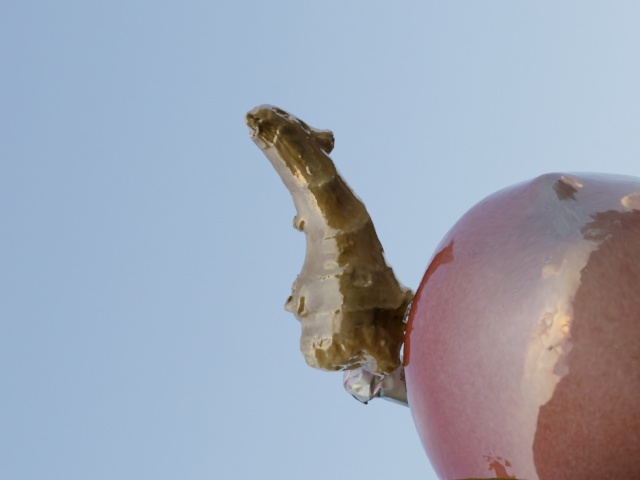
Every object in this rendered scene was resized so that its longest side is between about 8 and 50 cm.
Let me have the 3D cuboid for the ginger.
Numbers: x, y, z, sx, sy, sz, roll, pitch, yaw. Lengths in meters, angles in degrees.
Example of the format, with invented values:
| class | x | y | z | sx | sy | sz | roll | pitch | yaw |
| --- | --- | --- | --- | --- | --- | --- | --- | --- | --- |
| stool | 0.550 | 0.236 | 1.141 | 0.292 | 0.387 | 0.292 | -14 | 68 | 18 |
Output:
| class | x | y | z | sx | sy | sz | roll | pitch | yaw |
| --- | --- | --- | --- | --- | --- | --- | --- | --- | --- |
| ginger | 0.000 | 0.000 | 1.091 | 0.131 | 0.294 | 0.086 | -24 | -10 | -11 |

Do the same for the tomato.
| class | x | y | z | sx | sy | sz | roll | pitch | yaw |
| --- | --- | --- | --- | --- | --- | --- | --- | --- | --- |
| tomato | 0.223 | 0.092 | 0.914 | 0.321 | 0.321 | 0.321 | -22 | -60 | -44 |

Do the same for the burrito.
| class | x | y | z | sx | sy | sz | roll | pitch | yaw |
| --- | --- | --- | --- | --- | --- | --- | --- | --- | --- |
| burrito | 0.123 | 0.158 | 1.145 | 0.064 | 0.203 | 0.064 | -166 | 90 | -87 |

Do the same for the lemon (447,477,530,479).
| class | x | y | z | sx | sy | sz | roll | pitch | yaw |
| --- | --- | --- | --- | --- | --- | --- | --- | --- | --- |
| lemon | 0.111 | 0.282 | 0.639 | 0.297 | 0.297 | 0.297 | -22 | -60 | -44 |
